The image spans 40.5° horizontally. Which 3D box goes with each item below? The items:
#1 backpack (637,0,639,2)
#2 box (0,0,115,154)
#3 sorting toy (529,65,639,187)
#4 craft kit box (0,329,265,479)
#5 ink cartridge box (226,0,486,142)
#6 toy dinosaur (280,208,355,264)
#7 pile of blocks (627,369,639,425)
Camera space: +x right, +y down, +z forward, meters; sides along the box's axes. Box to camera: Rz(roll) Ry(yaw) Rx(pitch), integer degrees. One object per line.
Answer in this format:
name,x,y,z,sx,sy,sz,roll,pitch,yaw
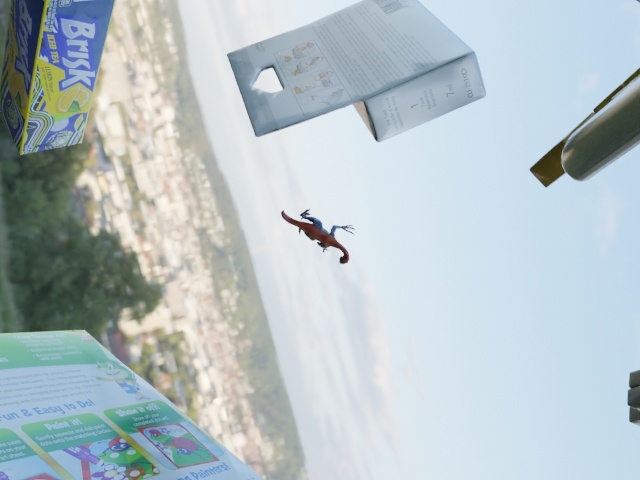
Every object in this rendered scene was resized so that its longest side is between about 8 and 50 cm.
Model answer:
backpack,0.438,-0.431,1.112,0.191,0.253,0.225,-33,-139,43
box,-0.211,-0.146,0.685,0.054,0.059,0.169,55,-39,22
sorting toy,0.233,-0.117,0.480,0.041,0.229,0.307,47,-14,5
craft kit box,-0.176,0.149,0.585,0.247,0.061,0.250,36,13,25
ink cartridge box,0.030,-0.209,1.084,0.296,0.261,0.066,-112,179,-57
toy dinosaur,0.000,0.000,1.101,0.082,0.090,0.047,45,-57,39
pile of blocks,0.399,0.244,0.894,0.149,0.113,0.362,-64,-162,7
